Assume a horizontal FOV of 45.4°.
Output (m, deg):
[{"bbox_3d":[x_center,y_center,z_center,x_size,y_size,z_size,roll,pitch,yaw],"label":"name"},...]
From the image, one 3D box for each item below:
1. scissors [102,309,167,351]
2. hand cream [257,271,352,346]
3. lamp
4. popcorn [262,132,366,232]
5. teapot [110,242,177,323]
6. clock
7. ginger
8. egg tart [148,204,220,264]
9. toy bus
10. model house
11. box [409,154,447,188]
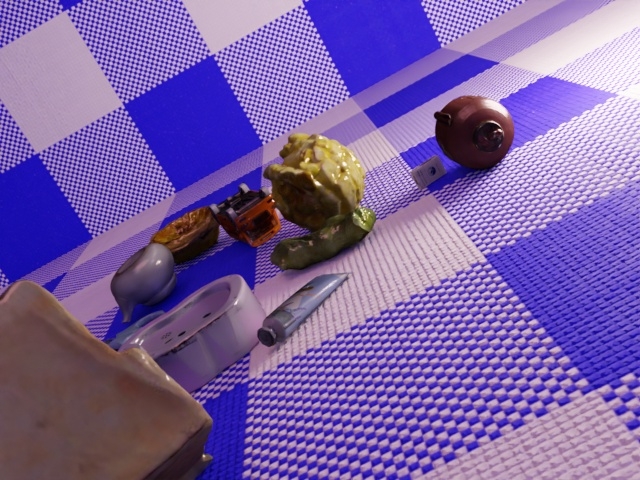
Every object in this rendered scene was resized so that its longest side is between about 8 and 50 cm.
[{"bbox_3d":[-0.554,0.273,2.001,0.360,0.029,0.191,-20,20,12],"label":"scissors"},{"bbox_3d":[-0.037,0.131,1.589,0.091,0.058,0.271,-10,20,40],"label":"hand cream"},{"bbox_3d":[0.366,-0.265,1.846,0.180,0.180,0.258,-29,15,3],"label":"lamp"},{"bbox_3d":[-0.019,-0.147,2.027,0.293,0.293,0.237,-16,39,37],"label":"popcorn"},{"bbox_3d":[-0.515,0.100,2.281,0.220,0.149,0.318,-36,18,8],"label":"teapot"},{"bbox_3d":[-0.278,0.206,1.673,0.338,0.102,0.338,-27,17,9],"label":"clock"},{"bbox_3d":[0.005,0.000,1.846,0.290,0.089,0.137,-30,34,14],"label":"ginger"},{"bbox_3d":[-0.433,-0.009,2.527,0.290,0.115,0.290,-26,19,10],"label":"egg tart"},{"bbox_3d":[-0.218,-0.072,2.291,0.143,0.153,0.329,-36,16,-15],"label":"toy bus"},{"bbox_3d":[-0.412,0.311,1.169,0.334,0.382,0.343,-40,-15,-32],"label":"model house"},{"bbox_3d":[0.275,-0.174,1.946,0.083,0.054,0.024,-33,15,-12],"label":"box"}]
